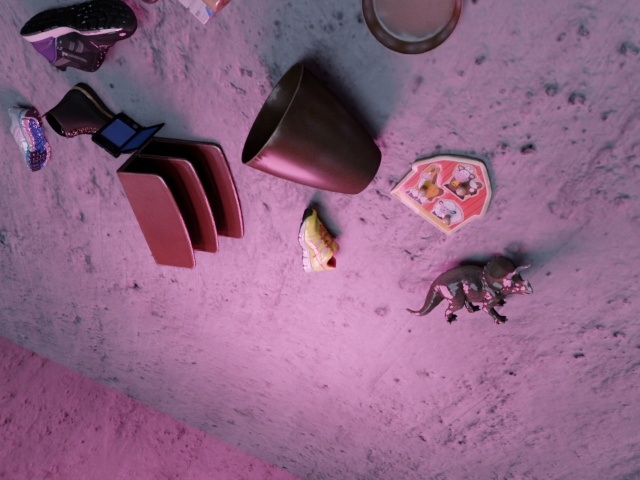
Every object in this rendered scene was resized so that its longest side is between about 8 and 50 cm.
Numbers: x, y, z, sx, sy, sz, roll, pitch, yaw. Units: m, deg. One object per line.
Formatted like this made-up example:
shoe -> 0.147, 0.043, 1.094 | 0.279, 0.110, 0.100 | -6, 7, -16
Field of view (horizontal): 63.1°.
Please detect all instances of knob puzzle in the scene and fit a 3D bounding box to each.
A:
knob puzzle -> 0.267, -0.101, 1.087 | 0.213, 0.030, 0.213 | 13, 135, 13

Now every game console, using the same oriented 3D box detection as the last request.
game console -> -0.444, -0.252, 1.203 | 0.107, 0.122, 0.071 | 37, 135, -11

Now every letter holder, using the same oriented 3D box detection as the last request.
letter holder -> -0.328, -0.082, 1.296 | 0.214, 0.152, 0.302 | 7, 134, 16

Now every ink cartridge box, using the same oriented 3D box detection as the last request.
ink cartridge box -> -0.233, -0.455, 0.975 | 0.083, 0.028, 0.048 | 42, 135, -17

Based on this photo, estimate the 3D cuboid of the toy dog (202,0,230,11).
toy dog -> -0.128, -0.520, 0.808 | 0.333, 0.161, 0.220 | -22, 118, 22

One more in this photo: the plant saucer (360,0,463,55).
plant saucer -> 0.151, -0.392, 0.858 | 0.168, 0.029, 0.168 | 14, 137, 13

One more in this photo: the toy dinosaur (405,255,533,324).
toy dinosaur -> 0.349, 0.112, 1.218 | 0.313, 0.121, 0.160 | -6, 117, 35

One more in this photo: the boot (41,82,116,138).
boot -> -0.545, -0.256, 1.236 | 0.076, 0.137, 0.198 | -24, 119, 40

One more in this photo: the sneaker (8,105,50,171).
sneaker -> -0.784, -0.274, 1.390 | 0.082, 0.071, 0.191 | 23, 129, 12

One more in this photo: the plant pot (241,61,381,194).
plant pot -> -0.002, -0.188, 1.021 | 0.230, 0.215, 0.215 | 28, 139, -23

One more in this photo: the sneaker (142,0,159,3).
sneaker -> -0.346, -0.514, 0.905 | 0.083, 0.118, 0.222 | 11, 135, 15

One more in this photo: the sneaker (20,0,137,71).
sneaker -> -0.477, -0.420, 1.093 | 0.283, 0.107, 0.124 | 6, 149, 25

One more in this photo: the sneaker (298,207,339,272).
sneaker -> 0.000, 0.000, 1.283 | 0.094, 0.082, 0.209 | 5, 140, 11
